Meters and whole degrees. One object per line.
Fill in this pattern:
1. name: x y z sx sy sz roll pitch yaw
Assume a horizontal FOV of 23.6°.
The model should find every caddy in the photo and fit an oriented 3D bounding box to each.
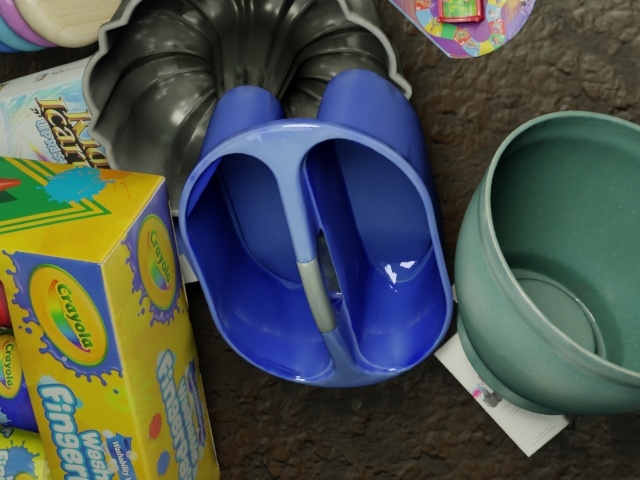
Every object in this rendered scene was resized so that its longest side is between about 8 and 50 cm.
1. caddy: 0.000 0.000 1.493 0.241 0.179 0.341 -8 130 11

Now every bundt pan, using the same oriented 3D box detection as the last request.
1. bundt pan: -0.068 -0.166 1.552 0.330 0.124 0.331 3 132 3

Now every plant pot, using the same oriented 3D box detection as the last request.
1. plant pot: 0.248 0.051 1.475 0.293 0.293 0.196 42 140 6

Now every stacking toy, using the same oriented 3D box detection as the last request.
1. stacking toy: -0.368 -0.257 1.673 0.330 0.141 0.141 -6 102 42

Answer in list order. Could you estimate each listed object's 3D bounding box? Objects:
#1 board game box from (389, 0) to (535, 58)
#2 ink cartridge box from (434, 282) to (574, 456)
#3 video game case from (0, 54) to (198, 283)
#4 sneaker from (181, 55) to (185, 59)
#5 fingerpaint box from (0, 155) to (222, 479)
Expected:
1. board game box: 0.134 -0.265 1.550 0.168 0.033 0.133 45 114 6
2. ink cartridge box: 0.186 0.124 1.590 0.181 0.104 0.061 48 114 4
3. video game case: -0.284 -0.054 1.695 0.244 0.061 0.269 -13 119 25
4. sneaker: -0.162 -0.221 1.640 0.091 0.094 0.258 39 115 7
5. fingerpaint box: -0.330 0.132 1.674 0.371 0.163 0.445 8 129 18
